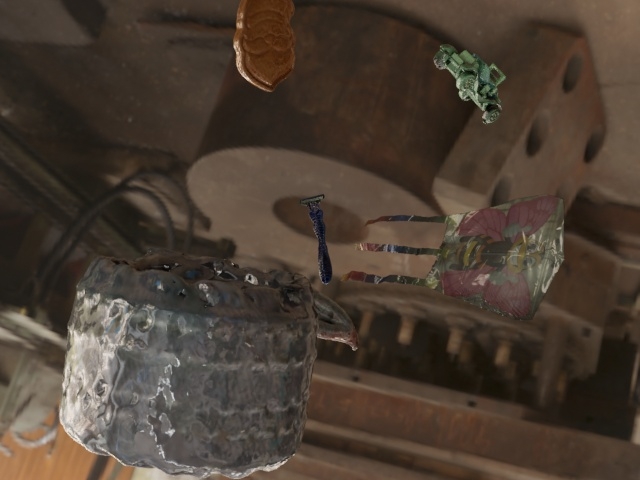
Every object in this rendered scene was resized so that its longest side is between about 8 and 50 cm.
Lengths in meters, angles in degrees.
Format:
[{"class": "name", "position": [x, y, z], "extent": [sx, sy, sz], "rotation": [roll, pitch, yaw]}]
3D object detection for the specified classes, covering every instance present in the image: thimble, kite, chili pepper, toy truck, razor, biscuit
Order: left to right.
[{"class": "thimble", "position": [-0.117, 0.101, 0.862], "extent": [0.205, 0.172, 0.236], "rotation": [7, -178, -45]}, {"class": "biscuit", "position": [-0.067, -0.254, 1.202], "extent": [0.019, 0.131, 0.102], "rotation": [6, -176, 43]}, {"class": "chili pepper", "position": [-0.021, 0.072, 1.034], "extent": [0.153, 0.050, 0.041], "rotation": [30, -179, 0]}, {"class": "razor", "position": [0.001, 0.001, 1.585], "extent": [0.044, 0.155, 0.028], "rotation": [-15, 161, 15]}, {"class": "kite", "position": [0.188, 0.020, 1.409], "extent": [0.360, 0.204, 0.022], "rotation": [-1, 147, 37]}, {"class": "toy truck", "position": [0.245, -0.256, 1.494], "extent": [0.154, 0.078, 0.080], "rotation": [35, -165, -54]}]
